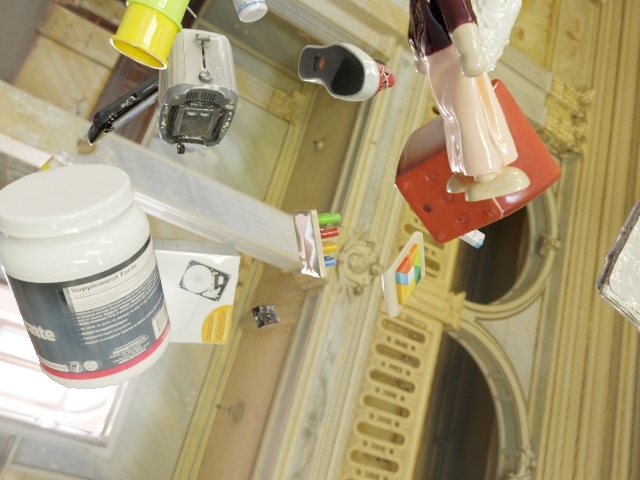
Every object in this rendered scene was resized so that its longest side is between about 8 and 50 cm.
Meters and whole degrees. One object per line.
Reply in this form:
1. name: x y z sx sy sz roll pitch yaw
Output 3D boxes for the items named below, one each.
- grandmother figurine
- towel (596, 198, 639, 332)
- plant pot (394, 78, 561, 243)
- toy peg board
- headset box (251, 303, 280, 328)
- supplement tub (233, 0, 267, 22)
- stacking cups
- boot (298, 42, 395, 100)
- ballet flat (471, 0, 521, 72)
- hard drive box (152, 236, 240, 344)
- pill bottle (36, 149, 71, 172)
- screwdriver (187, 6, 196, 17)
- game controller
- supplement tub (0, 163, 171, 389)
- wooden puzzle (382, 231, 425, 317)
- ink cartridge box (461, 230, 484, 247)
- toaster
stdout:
1. grandmother figurine: 0.149 -0.225 0.667 0.104 0.342 0.208 -22 -164 -11
2. towel: 0.749 0.058 1.314 0.282 0.187 0.049 -53 -170 -18
3. plant pot: 0.323 -0.146 1.272 0.267 0.267 0.236 -29 -169 45
4. toy peg board: 0.000 0.000 1.414 0.161 0.079 0.161 -174 -106 -72
5. headset box: -0.161 0.226 1.716 0.032 0.083 0.062 -30 -108 28
6. supplement tub: -0.173 -0.572 1.334 0.071 0.071 0.107 -21 -89 60
7. stacking cups: -0.230 -0.434 0.893 0.096 0.096 0.316 11 -99 67
8. boot: 0.086 -0.295 1.022 0.244 0.176 0.088 44 -54 56
9. ballet flat: 0.377 -0.539 1.265 0.147 0.147 0.409 -33 -142 53
10. hard drive box: -0.280 0.092 1.061 0.089 0.232 0.181 -137 -126 -66
11. pill bottle: -0.634 -0.175 1.369 0.083 0.043 0.043 -53 -160 -12
12. screwdriver: -0.297 -0.509 1.182 0.025 0.170 0.024 -27 157 -43
13. game controller: -0.543 -0.387 1.665 0.166 0.067 0.319 -36 -168 52
14. supplement tub: -0.323 0.051 0.798 0.191 0.191 0.272 -108 -167 -59
15. wooden puzzle: 0.296 0.119 1.969 0.044 0.221 0.239 18 -133 32
16. ink cartridge box: 0.499 -0.017 1.906 0.028 0.083 0.048 -54 -173 50
17. toaster: -0.223 -0.266 1.021 0.227 0.129 0.146 135 -48 -63
